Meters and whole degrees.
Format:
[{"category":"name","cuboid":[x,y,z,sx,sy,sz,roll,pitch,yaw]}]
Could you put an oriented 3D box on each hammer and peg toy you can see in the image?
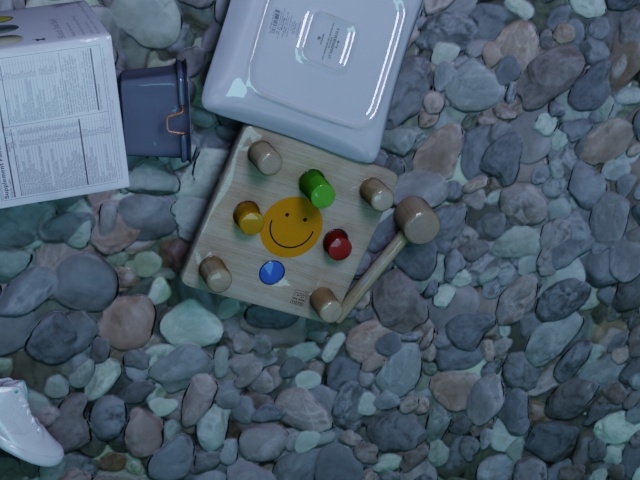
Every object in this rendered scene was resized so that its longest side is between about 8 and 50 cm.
[{"category":"hammer and peg toy","cuboid":[0.000,0.000,1.771,0.361,0.127,0.265,18,106,-26]}]

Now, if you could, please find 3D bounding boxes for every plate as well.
[{"category":"plate","cuboid":[0.003,-0.271,1.658,0.278,0.045,0.277,17,91,-25]}]

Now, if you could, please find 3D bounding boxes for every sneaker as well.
[{"category":"sneaker","cuboid":[-0.442,0.247,1.752,0.212,0.080,0.094,38,84,-29]}]

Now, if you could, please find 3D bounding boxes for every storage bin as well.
[{"category":"storage bin","cuboid":[-0.221,-0.170,1.639,0.091,0.098,0.135,-4,115,-8]}]

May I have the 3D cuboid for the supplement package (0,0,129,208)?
[{"category":"supplement package","cuboid":[-0.392,-0.166,1.508,0.263,0.199,0.198,-11,116,-16]}]
